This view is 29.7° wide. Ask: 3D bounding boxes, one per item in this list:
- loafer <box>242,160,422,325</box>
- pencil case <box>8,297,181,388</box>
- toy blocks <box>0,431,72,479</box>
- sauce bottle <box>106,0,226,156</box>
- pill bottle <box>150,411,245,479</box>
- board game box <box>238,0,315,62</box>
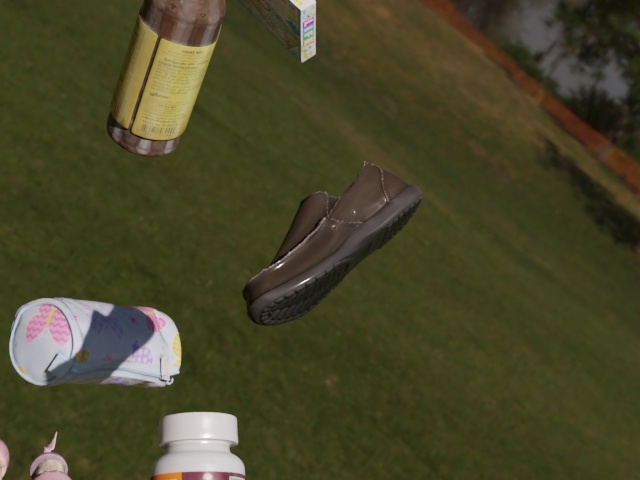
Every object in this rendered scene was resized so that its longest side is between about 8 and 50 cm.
[{"bbox_3d":[0.000,0.000,1.143,0.078,0.080,0.220,44,57,14],"label":"loafer"},{"bbox_3d":[-0.301,0.147,1.646,0.124,0.113,0.273,58,18,22],"label":"pencil case"},{"bbox_3d":[-0.423,0.449,1.720,0.309,0.289,0.260,30,2,-20],"label":"toy blocks"},{"bbox_3d":[-0.187,-0.271,1.573,0.111,0.344,0.111,18,36,-13],"label":"sauce bottle"},{"bbox_3d":[-0.153,0.333,1.510,0.121,0.121,0.221,22,59,-52],"label":"pill bottle"},{"bbox_3d":[-0.063,-0.325,1.626,0.154,0.026,0.103,47,-22,25],"label":"board game box"}]
